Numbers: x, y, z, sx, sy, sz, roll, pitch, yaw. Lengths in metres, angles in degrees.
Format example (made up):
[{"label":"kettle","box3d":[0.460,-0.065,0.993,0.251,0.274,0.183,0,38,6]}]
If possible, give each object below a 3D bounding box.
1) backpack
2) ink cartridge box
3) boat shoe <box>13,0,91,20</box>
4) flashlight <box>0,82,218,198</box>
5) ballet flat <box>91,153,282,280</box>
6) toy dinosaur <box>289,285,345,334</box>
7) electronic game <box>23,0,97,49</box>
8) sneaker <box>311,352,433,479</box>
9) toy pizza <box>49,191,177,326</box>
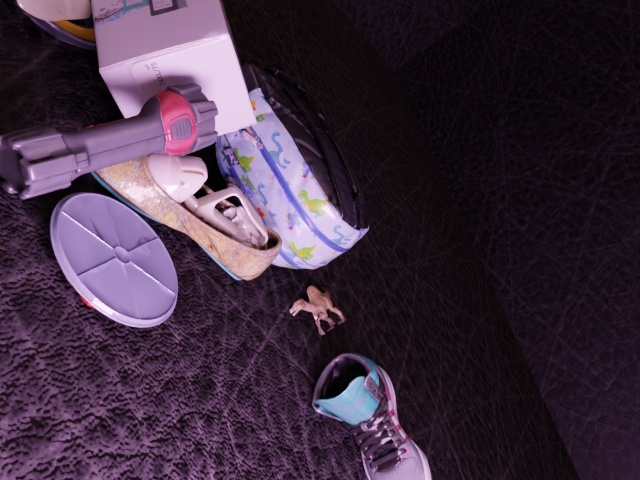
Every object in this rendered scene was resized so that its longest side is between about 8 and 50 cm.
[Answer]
[{"label":"backpack","box3d":[-0.051,-0.120,1.268,0.355,0.273,0.290,46,10,17]},{"label":"ink cartridge box","box3d":[-0.241,-0.319,1.082,0.198,0.197,0.270,76,-3,-57]},{"label":"boat shoe","box3d":[-0.404,-0.351,0.986,0.133,0.042,0.048,-27,121,-61]},{"label":"flashlight","box3d":[-0.275,-0.136,0.874,0.304,0.103,0.103,-28,76,-45]},{"label":"ballet flat","box3d":[-0.191,-0.062,1.028,0.348,0.123,0.123,41,27,-34]},{"label":"toy dinosaur","box3d":[0.007,0.126,1.271,0.092,0.053,0.183,58,22,6]},{"label":"electronic game","box3d":[-0.434,-0.411,1.084,0.229,0.048,0.229,45,25,-28]},{"label":"sneaker","box3d":[0.078,0.299,1.079,0.178,0.124,0.295,42,18,-44]},{"label":"toy pizza","box3d":[-0.267,0.027,0.856,0.201,0.032,0.201,45,23,-26]}]
